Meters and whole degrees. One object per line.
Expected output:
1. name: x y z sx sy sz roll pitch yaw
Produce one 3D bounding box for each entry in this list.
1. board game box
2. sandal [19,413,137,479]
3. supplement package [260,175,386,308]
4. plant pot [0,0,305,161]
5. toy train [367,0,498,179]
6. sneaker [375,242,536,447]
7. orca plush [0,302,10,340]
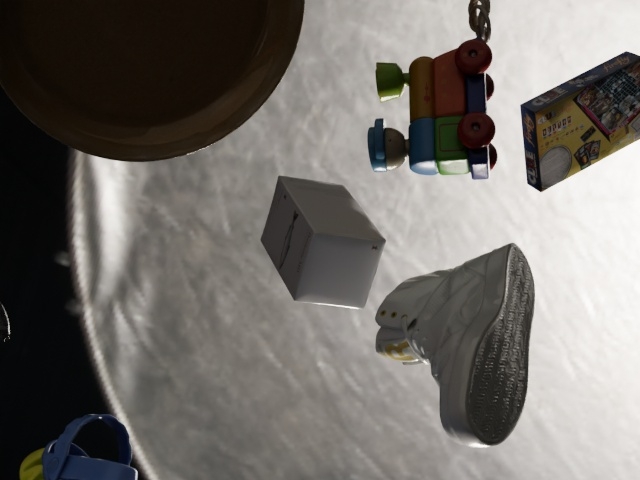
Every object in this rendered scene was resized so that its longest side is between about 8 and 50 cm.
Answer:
1. board game box: 0.459 -0.208 2.084 0.042 0.243 0.165 39 149 48
2. sandal: -0.266 0.316 1.420 0.126 0.138 0.317 30 -167 -40
3. supplement package: 0.000 0.000 1.604 0.105 0.105 0.179 8 -157 -23
4. plant pot: -0.127 -0.173 0.867 0.236 0.236 0.032 29 -169 -29
5. toy train: 0.126 -0.192 1.372 0.143 0.248 0.105 -3 163 9
6. sneaker: 0.134 0.128 1.310 0.169 0.292 0.108 -18 117 28
7. orca plush: -0.439 0.128 1.378 0.102 0.287 0.151 -16 178 31
